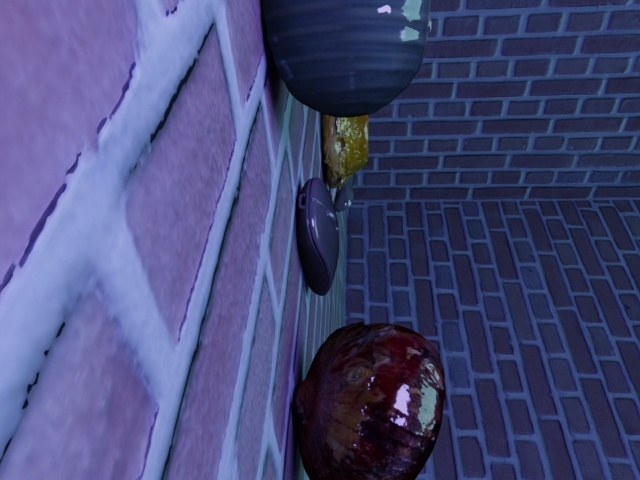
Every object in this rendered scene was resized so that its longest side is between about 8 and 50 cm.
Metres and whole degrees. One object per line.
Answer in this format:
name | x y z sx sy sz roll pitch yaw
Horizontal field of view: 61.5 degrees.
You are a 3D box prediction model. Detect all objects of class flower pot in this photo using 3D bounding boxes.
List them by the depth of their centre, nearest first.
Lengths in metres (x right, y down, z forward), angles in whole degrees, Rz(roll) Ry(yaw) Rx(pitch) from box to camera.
flower pot | 0.027 -0.244 0.521 0.189 0.157 0.243 -81 172 -74

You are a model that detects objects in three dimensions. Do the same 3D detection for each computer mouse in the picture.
computer mouse | 0.001 0.000 0.828 0.232 0.057 0.120 83 7 -60

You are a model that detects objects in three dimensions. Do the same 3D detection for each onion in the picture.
onion | 0.058 0.220 0.704 0.246 0.190 0.247 -162 -90 -83

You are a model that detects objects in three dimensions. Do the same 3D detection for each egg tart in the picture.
egg tart | 0.065 -0.266 1.343 0.295 0.116 0.295 1 90 -85

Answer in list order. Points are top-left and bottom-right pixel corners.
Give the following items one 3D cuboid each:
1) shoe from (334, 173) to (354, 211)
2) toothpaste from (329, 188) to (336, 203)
shoe | 0.066 -0.181 1.774 0.078 0.079 0.195 45 39 -29
toothpaste | 0.039 -0.182 1.583 0.048 0.031 0.191 87 7 -70
